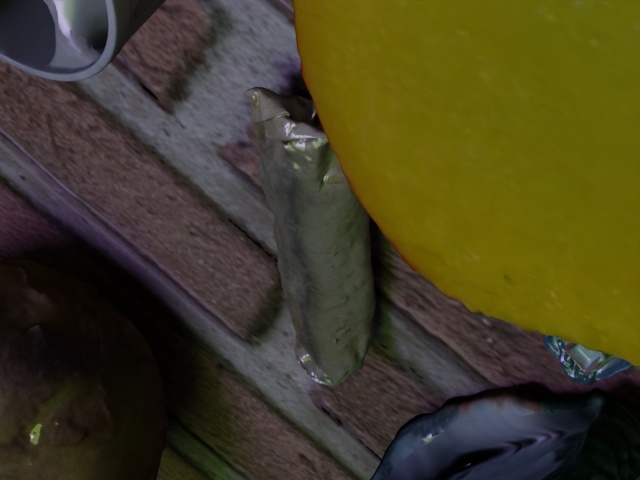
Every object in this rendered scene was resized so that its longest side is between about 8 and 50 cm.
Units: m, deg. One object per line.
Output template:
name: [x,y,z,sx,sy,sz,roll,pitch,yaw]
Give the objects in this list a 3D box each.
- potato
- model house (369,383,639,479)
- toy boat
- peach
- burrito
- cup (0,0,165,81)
potato: [-0.232,0.135,1.609,0.237,0.288,0.301,-33,67,42]
model house: [0.175,0.251,1.344,0.291,0.184,0.253,44,152,-14]
toy boat: [0.174,0.054,1.196,0.059,0.066,0.140,44,149,2]
peach: [0.162,-0.108,0.766,0.242,0.306,0.380,27,154,36]
burrito: [0.000,0.000,1.335,0.082,0.059,0.275,31,149,30]
cup: [-0.133,-0.211,1.071,0.221,0.202,0.167,5,134,46]
